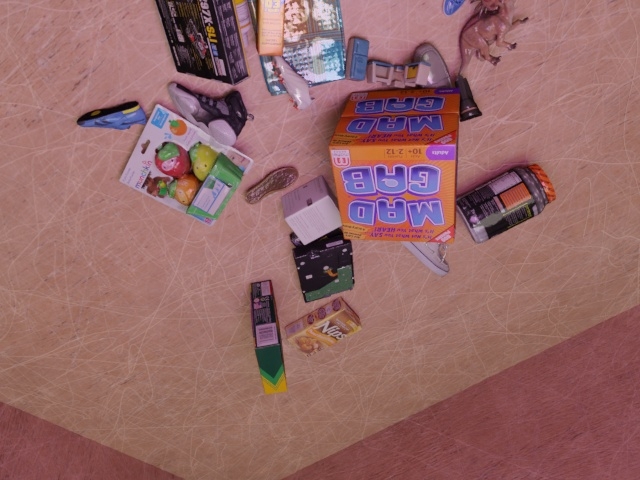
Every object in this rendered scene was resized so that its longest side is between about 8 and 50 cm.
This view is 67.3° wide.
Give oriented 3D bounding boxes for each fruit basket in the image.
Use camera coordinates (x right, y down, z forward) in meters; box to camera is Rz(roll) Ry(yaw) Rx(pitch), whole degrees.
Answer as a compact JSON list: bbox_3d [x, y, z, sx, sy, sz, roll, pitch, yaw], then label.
[{"bbox_3d":[-0.453,-0.229,1.618,0.353,0.165,0.327,26,119,-24],"label":"fruit basket"}]

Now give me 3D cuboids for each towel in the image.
[{"bbox_3d":[-0.064,-0.635,1.447,0.271,0.040,0.370,-13,129,-2],"label":"towel"}]

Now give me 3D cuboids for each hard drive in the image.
[{"bbox_3d":[0.020,0.122,2.009,0.236,0.064,0.339,-15,141,-4],"label":"hard drive"}]

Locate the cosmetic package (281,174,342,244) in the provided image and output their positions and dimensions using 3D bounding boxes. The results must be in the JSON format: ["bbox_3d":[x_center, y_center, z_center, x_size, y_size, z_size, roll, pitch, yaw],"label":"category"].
[{"bbox_3d":[-0.027,-0.114,1.800,0.183,0.151,0.151,-28,128,11],"label":"cosmetic package"}]

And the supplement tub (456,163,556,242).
[{"bbox_3d":[0.718,-0.148,1.885,0.338,0.207,0.207,-28,128,12],"label":"supplement tub"}]

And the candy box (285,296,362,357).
[{"bbox_3d":[0.015,0.414,2.273,0.316,0.088,0.183,-30,128,13],"label":"candy box"}]

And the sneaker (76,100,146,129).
[{"bbox_3d":[-0.657,-0.375,1.519,0.209,0.069,0.082,-13,133,-1],"label":"sneaker"}]

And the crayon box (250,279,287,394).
[{"bbox_3d":[-0.220,0.407,2.042,0.106,0.363,0.313,-9,130,-4],"label":"crayon box"}]

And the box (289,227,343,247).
[{"bbox_3d":[0.000,0.000,1.965,0.190,0.045,0.184,-28,132,11],"label":"box"}]

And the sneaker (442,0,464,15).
[{"bbox_3d":[0.426,-0.738,1.431,0.058,0.085,0.152,21,122,-26],"label":"sneaker"}]

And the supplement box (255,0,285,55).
[{"bbox_3d":[-0.141,-0.649,1.353,0.078,0.080,0.234,-3,124,-11],"label":"supplement box"}]

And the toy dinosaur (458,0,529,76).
[{"bbox_3d":[0.509,-0.664,1.493,0.200,0.127,0.295,33,133,-20],"label":"toy dinosaur"}]

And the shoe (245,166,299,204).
[{"bbox_3d":[-0.178,-0.204,1.766,0.219,0.058,0.077,-28,97,6],"label":"shoe"}]

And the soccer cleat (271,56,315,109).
[{"bbox_3d":[-0.084,-0.496,1.491,0.076,0.068,0.196,-35,128,-3],"label":"soccer cleat"}]

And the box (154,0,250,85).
[{"bbox_3d":[-0.331,-0.601,1.294,0.079,0.257,0.322,-43,140,-34],"label":"box"}]

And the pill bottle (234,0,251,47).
[{"bbox_3d":[-0.263,-0.651,1.343,0.117,0.117,0.215,-11,129,-3],"label":"pill bottle"}]

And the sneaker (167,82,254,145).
[{"bbox_3d":[-0.340,-0.428,1.521,0.268,0.153,0.101,39,156,0],"label":"sneaker"}]

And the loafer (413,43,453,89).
[{"bbox_3d":[0.396,-0.497,1.601,0.112,0.111,0.319,-27,128,11],"label":"loafer"}]

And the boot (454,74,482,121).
[{"bbox_3d":[0.496,-0.481,1.635,0.076,0.198,0.137,-17,94,14],"label":"boot"}]

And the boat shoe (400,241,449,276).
[{"bbox_3d":[0.458,0.002,2.016,0.156,0.136,0.367,-42,115,18],"label":"boat shoe"}]

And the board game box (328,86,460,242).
[{"bbox_3d":[0.259,-0.244,1.551,0.356,0.356,0.357,2,132,16],"label":"board game box"}]

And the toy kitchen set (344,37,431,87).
[{"bbox_3d":[0.208,-0.550,1.482,0.207,0.166,0.122,0,102,-26],"label":"toy kitchen set"}]
